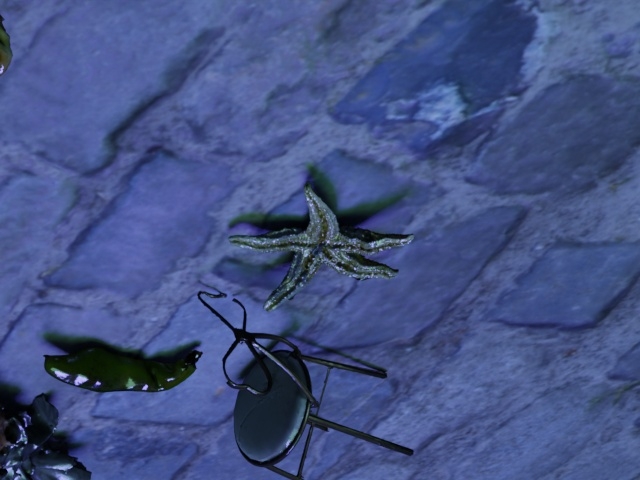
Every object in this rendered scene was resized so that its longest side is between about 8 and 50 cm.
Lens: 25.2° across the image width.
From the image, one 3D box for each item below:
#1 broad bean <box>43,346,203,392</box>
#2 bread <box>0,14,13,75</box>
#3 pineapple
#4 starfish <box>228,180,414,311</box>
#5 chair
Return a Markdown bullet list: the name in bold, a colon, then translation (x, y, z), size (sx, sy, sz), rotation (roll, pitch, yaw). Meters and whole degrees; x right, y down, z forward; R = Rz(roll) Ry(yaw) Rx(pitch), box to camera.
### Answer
- **broad bean**: translation (-0.242, 0.158, 1.739), size (0.195, 0.046, 0.061), rotation (0, 124, -20)
- **bread**: translation (-0.468, -0.198, 1.228), size (0.324, 0.167, 0.277), rotation (-30, 134, 4)
- **pineapple**: translation (-0.402, 0.252, 1.744), size (0.170, 0.141, 0.310), rotation (-48, 139, 0)
- **starfish**: translation (0.000, 0.000, 1.628), size (0.208, 0.053, 0.176), rotation (-8, 137, -4)
- **chair**: translation (-0.052, 0.197, 1.753), size (0.325, 0.160, 0.170), rotation (23, 125, -37)
